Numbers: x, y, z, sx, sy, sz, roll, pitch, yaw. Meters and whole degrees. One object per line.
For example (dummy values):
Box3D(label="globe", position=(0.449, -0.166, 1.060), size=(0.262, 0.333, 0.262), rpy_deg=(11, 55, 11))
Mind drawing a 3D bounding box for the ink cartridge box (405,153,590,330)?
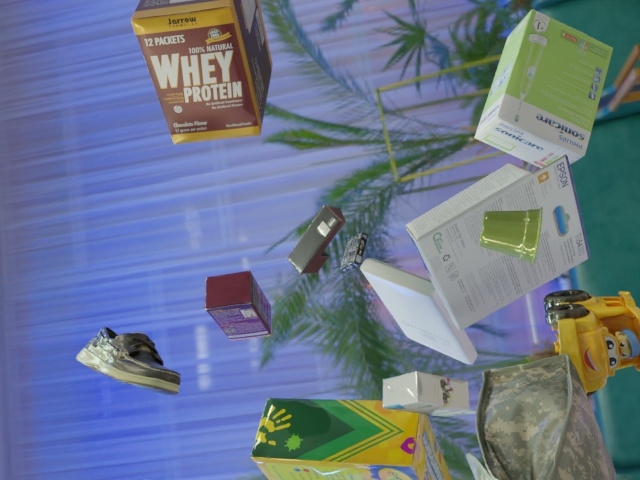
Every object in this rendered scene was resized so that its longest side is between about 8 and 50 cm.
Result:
Box3D(label="ink cartridge box", position=(0.374, 0.003, 1.399), size=(0.324, 0.330, 0.071), rpy_deg=(58, -178, -42))

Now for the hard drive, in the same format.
Box3D(label="hard drive", position=(0.266, 0.192, 1.803), size=(0.047, 0.233, 0.353), rpy_deg=(-54, -44, -17))

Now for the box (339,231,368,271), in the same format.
Box3D(label="box", position=(0.078, 0.027, 1.591), size=(0.067, 0.018, 0.083), rpy_deg=(-32, 36, 55))

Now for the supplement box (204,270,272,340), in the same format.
Box3D(label="supplement box", position=(-0.179, 0.148, 1.512), size=(0.188, 0.104, 0.081), rpy_deg=(71, -167, -59))

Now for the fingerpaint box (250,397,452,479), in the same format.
Box3D(label="fingerpaint box", position=(0.098, 0.550, 1.596), size=(0.163, 0.370, 0.445), rpy_deg=(-74, -30, -41))

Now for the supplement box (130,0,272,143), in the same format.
Box3D(label="supplement box", position=(-0.154, -0.273, 0.953), size=(0.194, 0.129, 0.191), rpy_deg=(-87, -10, -47))

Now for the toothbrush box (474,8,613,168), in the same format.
Box3D(label="toothbrush box", position=(0.488, -0.323, 1.481), size=(0.122, 0.206, 0.283), rpy_deg=(129, 162, -71))

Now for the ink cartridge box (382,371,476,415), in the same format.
Box3D(label="ink cartridge box", position=(0.227, 0.315, 1.377), size=(0.181, 0.104, 0.062), rpy_deg=(17, -117, -33))

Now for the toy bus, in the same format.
Box3D(label="toy bus", position=(0.487, 0.162, 1.123), size=(0.220, 0.211, 0.150), rpy_deg=(-23, -75, -70))

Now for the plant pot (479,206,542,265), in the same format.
Box3D(label="plant pot", position=(0.268, -0.011, 0.964), size=(0.083, 0.079, 0.083), rpy_deg=(8, -90, -76))

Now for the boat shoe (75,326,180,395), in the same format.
Box3D(label="boat shoe", position=(-0.270, 0.164, 0.961), size=(0.080, 0.223, 0.074), rpy_deg=(33, -110, -41))

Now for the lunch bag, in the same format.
Box3D(label="lunch bag", position=(0.316, 0.345, 0.953), size=(0.235, 0.168, 0.287), rpy_deg=(64, -154, -16))

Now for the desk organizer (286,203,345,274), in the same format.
Box3D(label="desk organizer", position=(0.000, 0.000, 1.242), size=(0.047, 0.130, 0.050), rpy_deg=(47, -156, 28))
